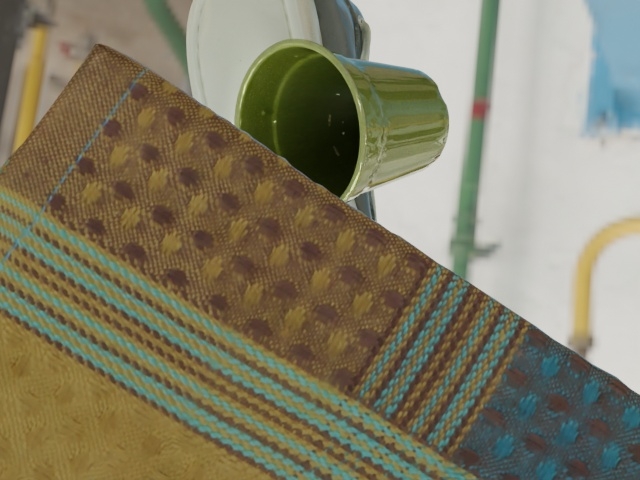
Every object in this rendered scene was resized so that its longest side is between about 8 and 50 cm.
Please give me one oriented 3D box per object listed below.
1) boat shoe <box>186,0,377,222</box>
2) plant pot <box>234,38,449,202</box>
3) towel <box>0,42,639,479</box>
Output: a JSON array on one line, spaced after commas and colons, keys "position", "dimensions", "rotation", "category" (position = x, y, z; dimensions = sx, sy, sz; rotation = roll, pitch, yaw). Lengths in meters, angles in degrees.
[{"position": [0.000, 0.000, 1.029], "dimensions": [0.116, 0.319, 0.099], "rotation": [-15, 167, 35], "category": "boat shoe"}, {"position": [0.017, -0.053, 0.867], "dimensions": [0.079, 0.083, 0.083], "rotation": [-8, 174, -45], "category": "plant pot"}, {"position": [-0.062, 0.152, 0.543], "dimensions": [0.271, 0.370, 0.040], "rotation": [34, 160, 0], "category": "towel"}]
